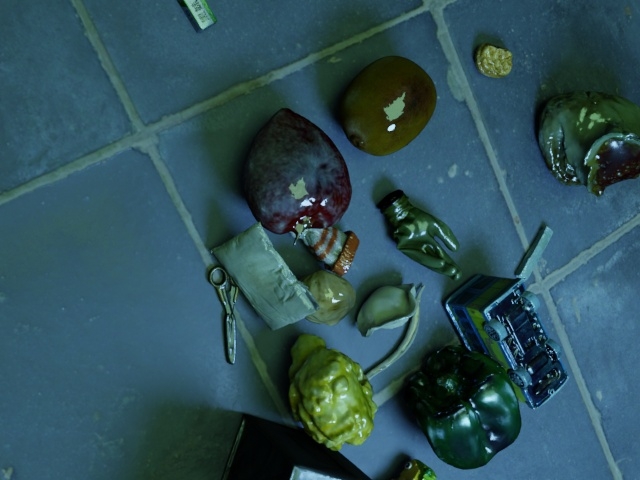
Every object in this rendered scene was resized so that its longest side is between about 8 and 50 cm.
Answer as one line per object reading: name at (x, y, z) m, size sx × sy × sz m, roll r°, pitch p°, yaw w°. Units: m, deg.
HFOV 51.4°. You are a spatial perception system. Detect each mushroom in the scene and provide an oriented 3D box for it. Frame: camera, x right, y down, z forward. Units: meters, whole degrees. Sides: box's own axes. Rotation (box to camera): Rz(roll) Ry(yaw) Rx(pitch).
mushroom at (0.187, 0.246, 1.632) m, size 0.306 × 0.043 × 0.068 m, roll -50°, pitch 135°, yaw -17°

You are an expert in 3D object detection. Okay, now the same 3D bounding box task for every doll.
doll at (0.208, 0.618, 1.598) m, size 0.106 × 0.134 × 0.186 m, roll 38°, pitch 71°, yaw -19°

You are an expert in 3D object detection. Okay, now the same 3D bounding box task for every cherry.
cherry at (-0.053, -0.136, 1.414) m, size 0.230 × 0.203 × 0.300 m, roll -7°, pitch 79°, yaw -19°

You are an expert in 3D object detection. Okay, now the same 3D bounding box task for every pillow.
pillow at (-0.117, 0.081, 1.412) m, size 0.230 × 0.148 × 0.050 m, roll 56°, pitch 28°, yaw -5°

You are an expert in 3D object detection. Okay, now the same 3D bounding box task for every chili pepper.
chili pepper at (0.351, 0.406, 1.616) m, size 0.248 × 0.233 × 0.257 m, roll -32°, pitch 114°, yaw -4°

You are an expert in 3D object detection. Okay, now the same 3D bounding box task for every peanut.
peanut at (0.008, 0.125, 1.484) m, size 0.140 × 0.159 × 0.109 m, roll -15°, pitch 58°, yaw -9°

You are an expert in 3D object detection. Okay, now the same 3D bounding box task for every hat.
hat at (0.000, 0.000, 1.509) m, size 0.162 × 0.093 × 0.112 m, roll 34°, pitch 55°, yaw -15°

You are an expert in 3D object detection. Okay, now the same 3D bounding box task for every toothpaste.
toothpaste at (-0.283, -0.524, 1.387) m, size 0.043 × 0.037 × 0.178 m, roll -37°, pitch 106°, yaw -20°

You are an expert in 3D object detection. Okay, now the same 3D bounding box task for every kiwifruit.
kiwifruit at (0.149, -0.300, 1.511) m, size 0.196 × 0.196 × 0.234 m, roll 41°, pitch 74°, yaw -20°

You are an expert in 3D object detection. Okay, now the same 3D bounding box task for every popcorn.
popcorn at (0.008, 0.333, 1.457) m, size 0.192 × 0.233 × 0.266 m, roll -33°, pitch 67°, yaw 5°

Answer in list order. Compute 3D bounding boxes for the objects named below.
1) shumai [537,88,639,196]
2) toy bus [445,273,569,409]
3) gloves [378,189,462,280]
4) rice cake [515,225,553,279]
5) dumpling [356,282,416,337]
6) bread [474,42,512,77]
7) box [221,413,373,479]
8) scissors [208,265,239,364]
shumai at (0.776, -0.267, 1.743) m, size 0.330 × 0.288 × 0.292 m, roll -12°, pitch 96°, yaw -22°
toy bus at (0.471, 0.250, 1.675) m, size 0.152 × 0.190 × 0.312 m, roll -35°, pitch 105°, yaw -20°
gloves at (0.246, -0.006, 1.611) m, size 0.135 × 0.107 × 0.268 m, roll -41°, pitch 90°, yaw -13°
rice cake at (0.581, 0.035, 1.807) m, size 0.033 × 0.029 × 0.171 m, roll 38°, pitch 77°, yaw -17°
dumpling at (0.172, 0.159, 1.566) m, size 0.169 × 0.134 × 0.100 m, roll -17°, pitch 98°, yaw -26°
bread at (0.448, -0.464, 1.721) m, size 0.110 × 0.044 × 0.083 m, roll 5°, pitch 91°, yaw -27°
box at (-0.063, 0.542, 1.359) m, size 0.204 × 0.345 × 0.251 m, roll 22°, pitch 84°, yaw -23°
scissors at (-0.199, 0.163, 1.461) m, size 0.088 × 0.017 × 0.220 m, roll -3°, pitch 94°, yaw -25°
